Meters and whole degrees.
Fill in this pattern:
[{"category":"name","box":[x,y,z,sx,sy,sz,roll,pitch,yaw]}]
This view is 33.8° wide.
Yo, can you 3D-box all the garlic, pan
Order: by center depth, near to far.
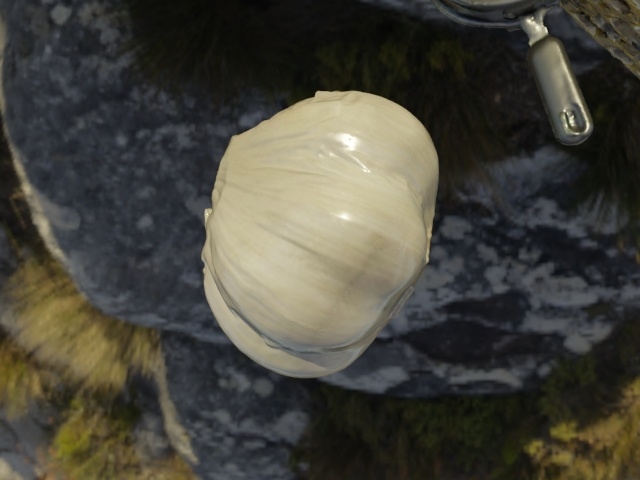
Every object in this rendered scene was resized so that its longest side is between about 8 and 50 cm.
[{"category":"pan","box":[0.147,-0.175,0.756,0.136,0.235,0.028,-21,158,15]},{"category":"garlic","box":[0.000,0.000,0.794,0.178,0.143,0.229,19,101,-8]}]

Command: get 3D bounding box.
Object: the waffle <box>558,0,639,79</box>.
[{"category":"waffle","box":[0.333,-0.197,0.917,0.261,0.376,0.114,40,100,-15]}]
